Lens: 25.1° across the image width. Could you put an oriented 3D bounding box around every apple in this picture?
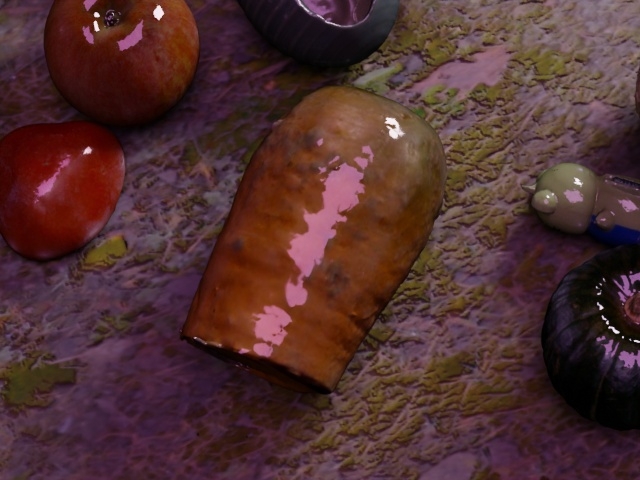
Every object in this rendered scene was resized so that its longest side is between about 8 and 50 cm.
[{"bbox_3d":[-0.238,-0.235,1.719,0.188,0.174,0.188,0,72,1],"label":"apple"}]

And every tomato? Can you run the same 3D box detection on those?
[{"bbox_3d":[-0.318,-0.068,1.719,0.166,0.082,0.174,-4,72,-2],"label":"tomato"}]

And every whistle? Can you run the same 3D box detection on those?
[{"bbox_3d":[0.349,-0.034,1.709,0.227,0.105,0.085,16,115,5],"label":"whistle"}]

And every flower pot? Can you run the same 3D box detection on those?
[{"bbox_3d":[-0.010,-0.322,1.753,0.189,0.157,0.243,-32,76,-10],"label":"flower pot"}]

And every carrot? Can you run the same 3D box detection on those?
[{"bbox_3d":[0.000,0.000,1.631,0.224,0.224,0.341,24,80,6],"label":"carrot"}]

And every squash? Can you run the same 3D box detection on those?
[{"bbox_3d":[0.354,0.107,1.622,0.218,0.172,0.218,-18,38,15],"label":"squash"}]

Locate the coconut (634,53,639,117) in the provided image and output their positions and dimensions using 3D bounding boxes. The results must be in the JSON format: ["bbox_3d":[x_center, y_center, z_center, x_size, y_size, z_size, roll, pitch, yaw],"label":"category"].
[{"bbox_3d":[0.549,-0.186,1.626,0.404,0.404,0.405,0,74,0],"label":"coconut"}]
